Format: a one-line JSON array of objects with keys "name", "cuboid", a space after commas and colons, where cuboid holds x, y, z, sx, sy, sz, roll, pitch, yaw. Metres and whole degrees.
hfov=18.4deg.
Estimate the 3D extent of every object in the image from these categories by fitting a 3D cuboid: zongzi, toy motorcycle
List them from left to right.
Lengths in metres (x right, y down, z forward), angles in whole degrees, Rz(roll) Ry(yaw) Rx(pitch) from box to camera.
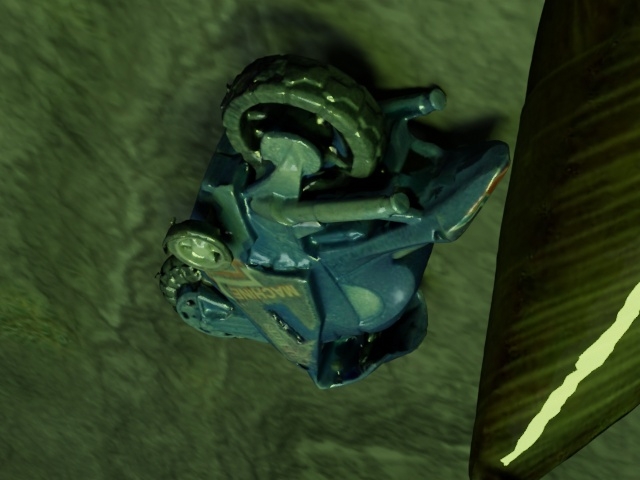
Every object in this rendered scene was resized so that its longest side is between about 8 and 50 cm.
[{"name": "toy motorcycle", "cuboid": [0.000, 0.000, 0.776, 0.114, 0.076, 0.205, 23, 149, -3]}, {"name": "zongzi", "cuboid": [0.104, -0.074, 0.390, 0.112, 0.242, 0.221, 33, 154, 10]}]
